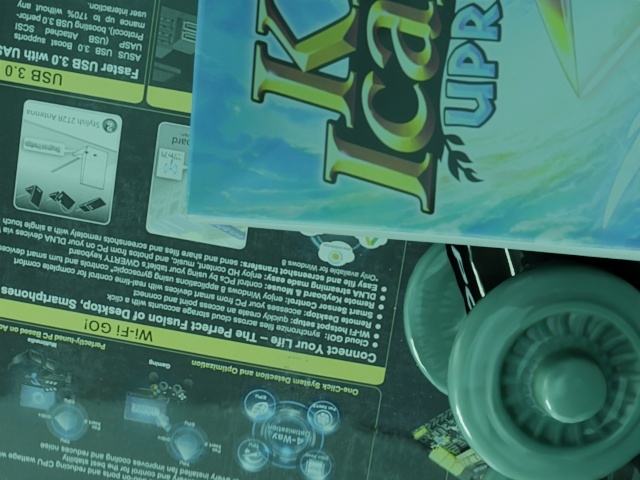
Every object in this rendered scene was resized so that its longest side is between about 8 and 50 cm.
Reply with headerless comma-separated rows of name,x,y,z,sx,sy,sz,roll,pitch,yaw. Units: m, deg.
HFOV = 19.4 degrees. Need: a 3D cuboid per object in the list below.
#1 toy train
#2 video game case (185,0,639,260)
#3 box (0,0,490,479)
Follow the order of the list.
toy train,0.128,0.019,0.662,0.190,0.142,0.334,-18,101,-3
video game case,0.092,-0.129,0.530,0.244,0.061,0.269,4,93,12
box,0.000,0.000,0.782,0.395,0.097,0.318,9,104,5
